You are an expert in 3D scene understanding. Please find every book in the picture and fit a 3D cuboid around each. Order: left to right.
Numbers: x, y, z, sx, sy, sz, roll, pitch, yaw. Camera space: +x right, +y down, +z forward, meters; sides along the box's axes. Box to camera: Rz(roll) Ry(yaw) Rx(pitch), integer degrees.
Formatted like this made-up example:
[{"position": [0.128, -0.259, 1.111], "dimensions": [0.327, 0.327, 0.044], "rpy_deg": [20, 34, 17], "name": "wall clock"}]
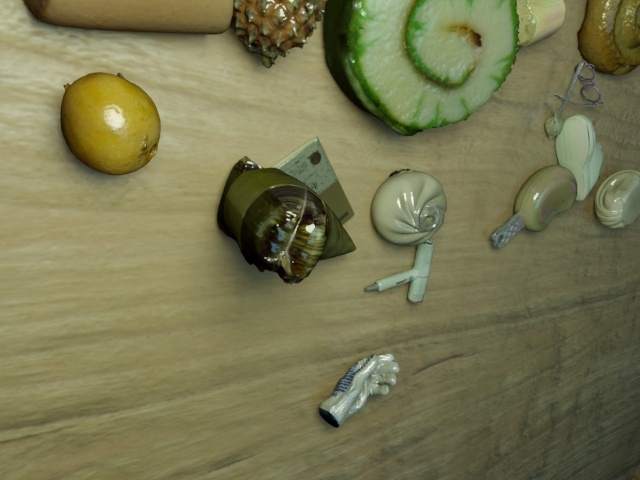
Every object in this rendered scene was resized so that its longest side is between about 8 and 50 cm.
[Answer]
[{"position": [-0.019, -0.086, 0.994], "dimensions": [0.138, 0.016, 0.198], "rpy_deg": [-38, 127, -13], "name": "book"}]

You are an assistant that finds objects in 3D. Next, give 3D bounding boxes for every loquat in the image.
[{"position": [-0.292, -0.163, 0.706], "dimensions": [0.141, 0.141, 0.141], "rpy_deg": [-14, 118, -28], "name": "loquat"}]

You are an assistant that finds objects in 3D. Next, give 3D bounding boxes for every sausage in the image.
[{"position": [-0.253, -0.338, 0.662], "dimensions": [0.253, 0.123, 0.123], "rpy_deg": [-12, 117, -28], "name": "sausage"}]

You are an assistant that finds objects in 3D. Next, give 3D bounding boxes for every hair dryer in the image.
[{"position": [0.181, 0.078, 1.186], "dimensions": [0.183, 0.044, 0.154], "rpy_deg": [-2, 110, -29], "name": "hair dryer"}]

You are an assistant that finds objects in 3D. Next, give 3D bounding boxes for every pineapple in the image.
[{"position": [-0.067, -0.355, 0.752], "dimensions": [0.166, 0.166, 0.193], "rpy_deg": [-9, 127, -30], "name": "pineapple"}]

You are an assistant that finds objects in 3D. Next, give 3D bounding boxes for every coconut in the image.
[{"position": [0.453, -0.478, 1.064], "dimensions": [0.122, 0.116, 0.116], "rpy_deg": [-26, 123, -15], "name": "coconut"}]

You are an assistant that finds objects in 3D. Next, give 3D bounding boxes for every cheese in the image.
[{"position": [0.559, -0.079, 1.338], "dimensions": [0.286, 0.082, 0.163], "rpy_deg": [-40, 126, -9], "name": "cheese"}]

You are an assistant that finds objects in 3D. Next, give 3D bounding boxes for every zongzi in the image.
[{"position": [0.000, 0.000, 0.849], "dimensions": [0.318, 0.289, 0.154], "rpy_deg": [21, 102, -29], "name": "zongzi"}]

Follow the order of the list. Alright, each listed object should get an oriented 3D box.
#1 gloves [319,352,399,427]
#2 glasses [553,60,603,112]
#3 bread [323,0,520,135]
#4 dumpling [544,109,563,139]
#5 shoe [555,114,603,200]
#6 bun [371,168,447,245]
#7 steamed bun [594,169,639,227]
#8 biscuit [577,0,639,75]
[{"position": [0.094, 0.352, 1.215], "dimensions": [0.229, 0.097, 0.119], "rpy_deg": [-32, 137, -15], "name": "gloves"}, {"position": [0.647, -0.368, 1.273], "dimensions": [0.104, 0.062, 0.140], "rpy_deg": [-43, 126, -8], "name": "glasses"}, {"position": [0.191, -0.386, 0.889], "dimensions": [0.366, 0.129, 0.381], "rpy_deg": [21, 112, -33], "name": "bread"}, {"position": [0.601, -0.300, 1.288], "dimensions": [0.059, 0.043, 0.077], "rpy_deg": [-55, 129, -29], "name": "dumpling"}, {"position": [0.705, -0.237, 1.357], "dimensions": [0.110, 0.095, 0.264], "rpy_deg": [-37, 132, -21], "name": "shoe"}, {"position": [0.200, -0.062, 1.084], "dimensions": [0.173, 0.120, 0.172], "rpy_deg": [-14, 119, -26], "name": "bun"}, {"position": [0.899, -0.125, 1.520], "dimensions": [0.183, 0.106, 0.182], "rpy_deg": [-17, 121, -30], "name": "steamed bun"}, {"position": [0.768, -0.560, 1.245], "dimensions": [0.297, 0.102, 0.296], "rpy_deg": [-16, 120, -29], "name": "biscuit"}]
